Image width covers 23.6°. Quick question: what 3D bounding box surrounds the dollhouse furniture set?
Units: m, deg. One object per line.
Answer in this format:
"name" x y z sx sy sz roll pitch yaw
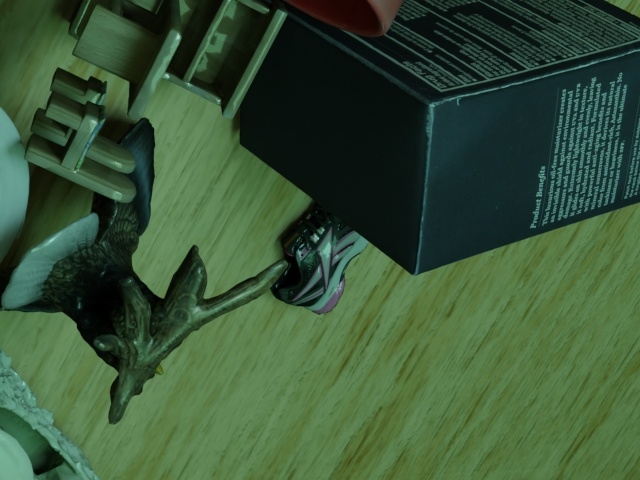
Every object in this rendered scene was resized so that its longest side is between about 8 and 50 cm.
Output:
"dollhouse furniture set" -0.115 -0.155 1.237 0.161 0.242 0.212 25 107 -15

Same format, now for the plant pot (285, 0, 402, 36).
"plant pot" 0.007 -0.340 1.240 0.243 0.275 0.275 -56 141 -5

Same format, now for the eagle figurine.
"eagle figurine" -0.197 0.029 1.334 0.226 0.298 0.225 -7 121 -28

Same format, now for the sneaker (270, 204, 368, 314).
"sneaker" 0.000 0.000 1.643 0.077 0.072 0.178 7 111 -33

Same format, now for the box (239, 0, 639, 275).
"box" 0.120 -0.137 1.447 0.294 0.296 0.183 -16 126 -31

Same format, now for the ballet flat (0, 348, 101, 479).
"ballet flat" -0.307 0.236 1.511 0.147 0.147 0.409 -38 140 -11

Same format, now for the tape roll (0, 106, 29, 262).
"tape roll" -0.371 -0.058 1.183 0.246 0.169 0.246 -23 134 -26
